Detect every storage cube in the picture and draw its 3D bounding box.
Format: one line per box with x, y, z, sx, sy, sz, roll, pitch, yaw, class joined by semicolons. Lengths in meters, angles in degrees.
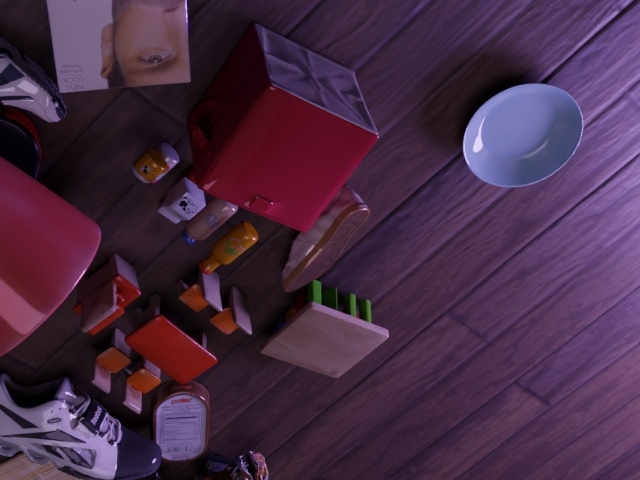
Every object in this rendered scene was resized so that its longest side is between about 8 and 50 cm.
-0.060;-0.162;1.758;0.215;0.184;0.193;24;120;-27;storage cube

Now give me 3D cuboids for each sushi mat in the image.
-0.515;0.439;2.254;0.316;0.019;0.151;-27;130;10;sushi mat

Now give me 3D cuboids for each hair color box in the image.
-0.270;-0.367;1.599;0.185;0.110;0.339;-6;131;-8;hair color box

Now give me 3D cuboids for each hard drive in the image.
-0.195;0.466;2.340;0.094;0.022;0.135;15;124;-22;hard drive

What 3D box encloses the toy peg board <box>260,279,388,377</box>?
0.006;0.147;2.105;0.161;0.079;0.160;22;137;-26;toy peg board

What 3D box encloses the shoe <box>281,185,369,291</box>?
0.000;0.000;1.991;0.076;0.058;0.219;-4;142;-50;shoe

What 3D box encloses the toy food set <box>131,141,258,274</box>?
-0.214;-0.053;1.859;0.104;0.111;0.232;-40;128;19;toy food set

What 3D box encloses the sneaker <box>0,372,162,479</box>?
-0.420;0.315;2.101;0.330;0.122;0.146;16;111;-16;sneaker

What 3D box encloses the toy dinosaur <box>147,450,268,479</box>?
-0.210;0.522;2.281;0.218;0.164;0.322;6;107;-36;toy dinosaur

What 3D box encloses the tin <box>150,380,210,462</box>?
-0.252;0.330;2.211;0.106;0.040;0.190;-5;129;-14;tin

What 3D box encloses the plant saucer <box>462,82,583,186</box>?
0.313;-0.172;1.923;0.194;0.037;0.195;-6;129;-8;plant saucer

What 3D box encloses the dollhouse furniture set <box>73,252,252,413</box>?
-0.278;0.151;1.995;0.262;0.135;0.259;-35;127;17;dollhouse furniture set

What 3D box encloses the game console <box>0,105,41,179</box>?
-0.608;-0.053;1.812;0.341;0.060;0.387;9;125;-19;game console

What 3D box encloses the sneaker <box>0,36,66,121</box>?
-0.478;-0.207;1.678;0.153;0.094;0.235;-45;123;12;sneaker

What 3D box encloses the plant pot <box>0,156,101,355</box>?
-0.484;-0.004;1.692;0.275;0.275;0.243;-36;115;17;plant pot
